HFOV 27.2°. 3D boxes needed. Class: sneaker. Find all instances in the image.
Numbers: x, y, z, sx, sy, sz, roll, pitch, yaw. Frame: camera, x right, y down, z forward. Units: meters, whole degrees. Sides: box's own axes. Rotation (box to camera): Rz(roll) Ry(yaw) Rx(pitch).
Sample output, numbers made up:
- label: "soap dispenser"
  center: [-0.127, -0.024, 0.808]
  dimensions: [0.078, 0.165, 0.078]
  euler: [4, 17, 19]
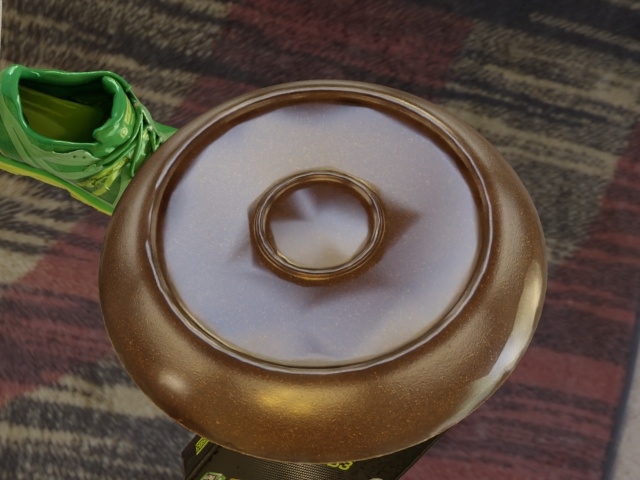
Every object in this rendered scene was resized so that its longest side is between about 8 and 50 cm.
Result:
- label: "sneaker"
  center: [-0.206, -0.093, 1.294]
  dimensions: [0.296, 0.123, 0.109]
  euler: [15, 66, -36]

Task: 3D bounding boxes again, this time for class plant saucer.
- label: "plant saucer"
  center: [0.000, 0.000, 0.901]
  dimensions: [0.311, 0.050, 0.310]
  euler: [-1, 57, 1]

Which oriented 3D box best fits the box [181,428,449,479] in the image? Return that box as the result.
- label: "box"
  center: [-0.003, 0.180, 1.216]
  dimensions: [0.191, 0.045, 0.184]
  euler: [21, 128, -27]

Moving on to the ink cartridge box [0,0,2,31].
- label: "ink cartridge box"
  center: [-0.397, -0.035, 0.961]
  dimensions: [0.285, 0.166, 0.394]
  euler: [21, 59, -47]
